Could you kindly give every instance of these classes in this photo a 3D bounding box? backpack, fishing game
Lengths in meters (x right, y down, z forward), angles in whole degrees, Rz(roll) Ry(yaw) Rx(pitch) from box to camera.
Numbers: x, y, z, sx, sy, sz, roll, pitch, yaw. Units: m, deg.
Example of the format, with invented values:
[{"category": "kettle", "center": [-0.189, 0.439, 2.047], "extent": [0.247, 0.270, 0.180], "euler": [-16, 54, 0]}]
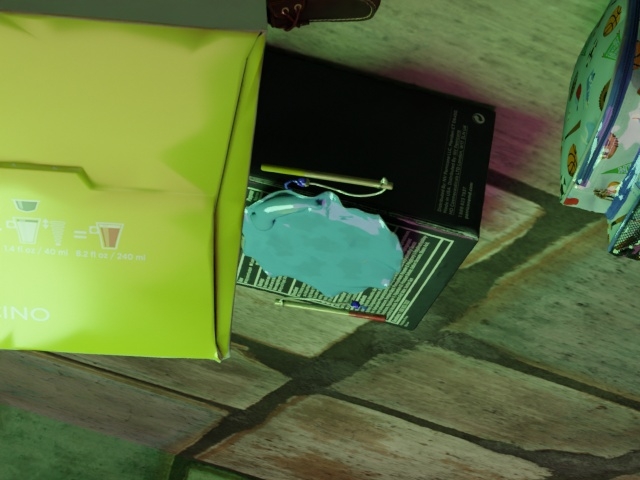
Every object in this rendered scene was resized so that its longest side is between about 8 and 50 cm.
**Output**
[{"category": "backpack", "center": [0.336, -0.131, 1.053], "extent": [0.213, 0.277, 0.263], "euler": [15, 142, -9]}, {"category": "fishing game", "center": [0.000, 0.000, 1.291], "extent": [0.189, 0.041, 0.264], "euler": [7, 144, 11]}]

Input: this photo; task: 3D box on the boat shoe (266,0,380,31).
[{"category": "boat shoe", "center": [-0.043, -0.243, 1.181], "extent": [0.207, 0.073, 0.073], "euler": [9, 154, 5]}]

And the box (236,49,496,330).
[{"category": "box", "center": [0.021, -0.053, 1.419], "extent": [0.294, 0.183, 0.296], "euler": [14, 153, -5]}]

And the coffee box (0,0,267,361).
[{"category": "coffee box", "center": [-0.229, -0.132, 1.005], "extent": [0.337, 0.334, 0.338], "euler": [4, 131, -8]}]
